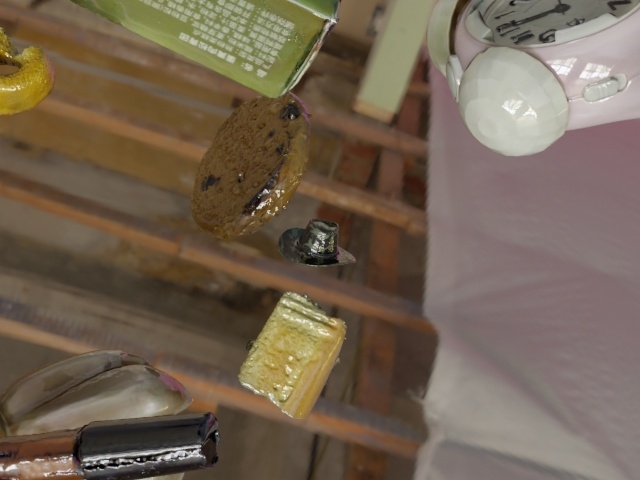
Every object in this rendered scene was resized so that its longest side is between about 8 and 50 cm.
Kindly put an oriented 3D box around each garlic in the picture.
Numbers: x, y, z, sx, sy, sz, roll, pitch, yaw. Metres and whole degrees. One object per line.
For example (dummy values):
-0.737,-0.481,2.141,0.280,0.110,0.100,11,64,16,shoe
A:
-0.310,0.268,1.698,0.325,0.132,0.279,-10,-123,-19,garlic

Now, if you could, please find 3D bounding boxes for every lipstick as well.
-0.324,0.264,1.507,0.418,0.077,0.077,-9,-155,13,lipstick

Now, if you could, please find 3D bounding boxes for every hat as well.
0.000,0.000,1.676,0.121,0.050,0.121,12,-161,-4,hat

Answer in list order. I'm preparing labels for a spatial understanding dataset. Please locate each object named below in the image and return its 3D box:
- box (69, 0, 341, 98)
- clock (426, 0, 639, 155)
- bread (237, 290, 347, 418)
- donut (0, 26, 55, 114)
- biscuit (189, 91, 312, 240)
-0.145,-0.378,1.164,0.420,0.138,0.373,24,-126,-10,box
0.316,-0.256,1.626,0.326,0.184,0.342,-15,-152,0,clock
-0.042,0.172,1.900,0.140,0.169,0.160,30,174,1,bread
-0.358,-0.193,1.407,0.108,0.043,0.097,20,-117,5,donut
-0.117,-0.128,2.178,0.075,0.296,0.296,36,-162,-34,biscuit
